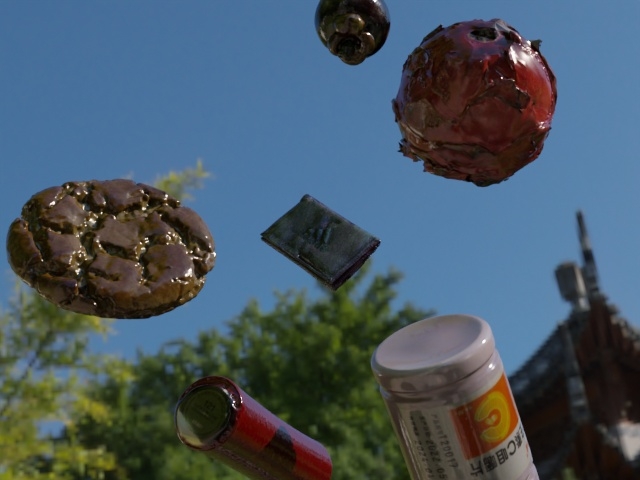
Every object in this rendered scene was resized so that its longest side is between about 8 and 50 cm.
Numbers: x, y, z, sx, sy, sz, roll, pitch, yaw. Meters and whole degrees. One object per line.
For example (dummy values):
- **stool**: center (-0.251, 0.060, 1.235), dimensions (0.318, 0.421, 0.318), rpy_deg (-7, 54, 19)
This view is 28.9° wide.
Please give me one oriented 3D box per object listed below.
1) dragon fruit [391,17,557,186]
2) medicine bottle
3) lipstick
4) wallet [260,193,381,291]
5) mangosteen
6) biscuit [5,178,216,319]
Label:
- **dragon fruit**: center (0.277, -0.247, 2.244), dimensions (0.296, 0.295, 0.301), rpy_deg (-6, -44, -6)
- **medicine bottle**: center (0.150, 0.214, 1.308), dimensions (0.133, 0.133, 0.249), rpy_deg (-15, -72, 11)
- **lipstick**: center (-0.066, 0.215, 1.312), dimensions (0.080, 0.080, 0.241), rpy_deg (-19, -31, 17)
- **wallet**: center (0.000, 0.001, 1.903), dimensions (0.111, 0.166, 0.030), rpy_deg (-41, -36, -21)
- **mangosteen**: center (0.049, -0.335, 1.960), dimensions (0.140, 0.140, 0.140), rpy_deg (-7, -29, -4)
- **biscuit**: center (-0.222, 0.002, 1.333), dimensions (0.226, 0.226, 0.042), rpy_deg (1, -48, -17)
